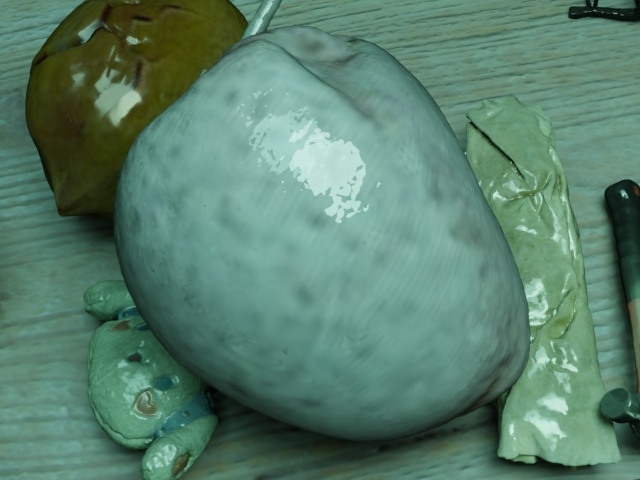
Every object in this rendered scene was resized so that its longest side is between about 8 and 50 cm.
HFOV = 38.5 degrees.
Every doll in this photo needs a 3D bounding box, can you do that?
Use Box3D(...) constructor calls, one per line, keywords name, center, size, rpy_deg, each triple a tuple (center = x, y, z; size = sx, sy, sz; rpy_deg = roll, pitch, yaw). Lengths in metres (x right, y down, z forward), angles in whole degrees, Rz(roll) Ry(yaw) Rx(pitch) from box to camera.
Box3D(name="doll", center=(-0.149, 0.116, 0.788), size=(0.104, 0.071, 0.214), rpy_deg=(-13, 50, -17))

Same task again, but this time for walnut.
Box3D(name="walnut", center=(-0.175, -0.138, 0.880), size=(0.203, 0.203, 0.297), rpy_deg=(16, 51, 11))

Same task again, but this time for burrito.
Box3D(name="burrito", center=(0.184, 0.021, 0.840), size=(0.117, 0.076, 0.392), rpy_deg=(-1, 57, 0))

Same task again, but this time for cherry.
Box3D(name="cherry", center=(0.000, -0.004, 0.709), size=(0.291, 0.326, 0.335), rpy_deg=(-39, 62, -10))

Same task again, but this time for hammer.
Box3D(name="hammer", center=(0.284, 0.053, 0.821), size=(0.111, 0.033, 0.287), rpy_deg=(31, 45, -26))

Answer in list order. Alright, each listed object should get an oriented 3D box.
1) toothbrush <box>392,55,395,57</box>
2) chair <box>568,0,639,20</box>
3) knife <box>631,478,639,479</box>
Box3D(name="toothbrush", center=(0.045, -0.124, 0.973), size=(0.013, 0.019, 0.193), rpy_deg=(19, 61, 12))
Box3D(name="chair", center=(0.401, -0.315, 1.043), size=(0.229, 0.113, 0.106), rpy_deg=(4, 59, 7))
Box3D(name="knife", center=(0.184, 0.222, 0.670), size=(0.278, 0.053, 0.123), rpy_deg=(-21, 62, 14))
